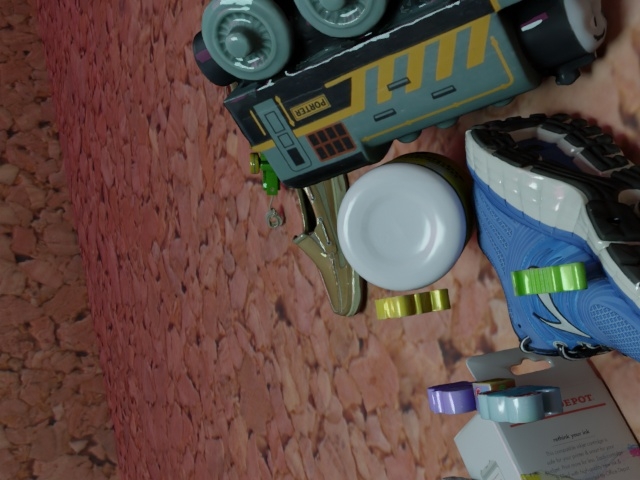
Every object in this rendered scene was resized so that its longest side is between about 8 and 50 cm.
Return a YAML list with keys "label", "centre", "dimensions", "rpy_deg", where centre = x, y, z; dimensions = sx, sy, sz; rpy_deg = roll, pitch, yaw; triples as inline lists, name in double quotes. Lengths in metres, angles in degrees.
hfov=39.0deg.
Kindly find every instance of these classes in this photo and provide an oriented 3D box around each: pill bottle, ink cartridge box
- label: "pill bottle"
  centre: [0.083, -0.024, 0.782]
  dimensions: [0.184, 0.103, 0.103]
  rpy_deg: [-35, -56, -73]
- label: "ink cartridge box"
  centre: [0.184, 0.180, 0.693]
  dimensions: [0.067, 0.115, 0.198]
  rpy_deg: [116, 141, -48]

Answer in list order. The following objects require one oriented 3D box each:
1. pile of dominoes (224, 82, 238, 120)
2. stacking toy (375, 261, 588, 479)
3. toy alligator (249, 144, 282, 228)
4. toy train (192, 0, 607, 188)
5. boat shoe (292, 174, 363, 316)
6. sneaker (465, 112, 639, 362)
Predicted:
- label: "pile of dominoes"
  centre: [-0.068, -0.238, 1.195]
  dimensions: [0.251, 0.040, 0.196]
  rpy_deg: [-49, 53, 57]
- label: "stacking toy"
  centre: [0.114, 0.110, 0.626]
  dimensions: [0.221, 0.052, 0.167]
  rpy_deg: [160, 102, -64]
- label: "toy alligator"
  centre: [-0.066, -0.105, 1.208]
  dimensions: [0.051, 0.056, 0.190]
  rpy_deg: [-96, 5, -50]
- label: "toy train"
  centre: [0.056, -0.168, 0.721]
  dimensions: [0.334, 0.142, 0.190]
  rpy_deg: [-18, 117, 31]
- label: "boat shoe"
  centre: [0.000, 0.000, 1.074]
  dimensions: [0.068, 0.072, 0.190]
  rpy_deg: [-30, 70, 62]
- label: "sneaker"
  centre: [0.211, 0.030, 0.626]
  dimensions: [0.330, 0.129, 0.147]
  rpy_deg: [-126, 27, -55]
